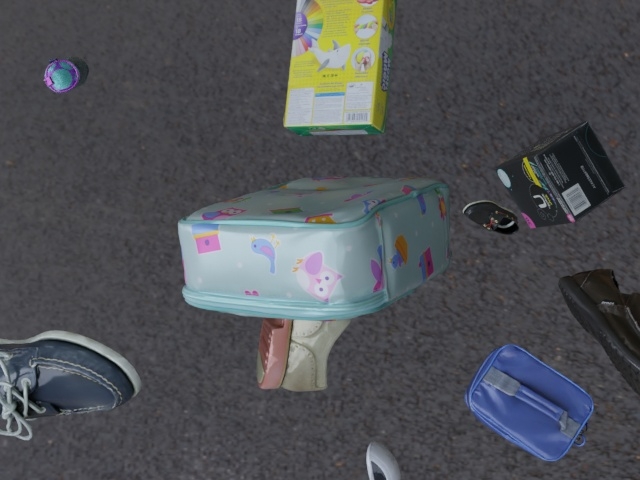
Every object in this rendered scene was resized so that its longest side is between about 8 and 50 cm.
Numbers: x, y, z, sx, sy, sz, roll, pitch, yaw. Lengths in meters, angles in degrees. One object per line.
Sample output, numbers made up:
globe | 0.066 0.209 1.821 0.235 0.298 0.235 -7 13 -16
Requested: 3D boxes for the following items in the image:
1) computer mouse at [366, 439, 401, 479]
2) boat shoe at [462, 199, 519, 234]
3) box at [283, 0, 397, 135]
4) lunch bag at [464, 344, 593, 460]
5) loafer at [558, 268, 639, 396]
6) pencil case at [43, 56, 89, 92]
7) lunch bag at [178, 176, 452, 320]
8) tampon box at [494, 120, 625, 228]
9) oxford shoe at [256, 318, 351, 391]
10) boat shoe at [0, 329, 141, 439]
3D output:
computer mouse | 0.117 0.419 1.402 0.042 0.106 0.193 -9 107 19
boat shoe | 0.326 -0.042 1.615 0.049 0.133 0.042 -48 44 34
box | 0.022 -0.202 0.900 0.105 0.043 0.179 3 83 25
lunch bag | 0.167 0.131 0.679 0.098 0.065 0.067 32 86 11
loafer | 0.348 0.095 0.954 0.078 0.080 0.220 -32 38 4
pencil case | -0.494 -0.325 1.660 0.070 0.152 0.065 -11 105 -4
lunch bag | 0.000 0.000 0.867 0.224 0.279 0.108 0 101 28
tampon box | 0.369 -0.098 1.331 0.101 0.161 0.120 -32 93 -11
oxford shoe | -0.010 0.086 1.556 0.140 0.146 0.397 -127 49 -71
boat shoe | -0.289 0.134 0.802 0.254 0.079 0.095 5 125 22
